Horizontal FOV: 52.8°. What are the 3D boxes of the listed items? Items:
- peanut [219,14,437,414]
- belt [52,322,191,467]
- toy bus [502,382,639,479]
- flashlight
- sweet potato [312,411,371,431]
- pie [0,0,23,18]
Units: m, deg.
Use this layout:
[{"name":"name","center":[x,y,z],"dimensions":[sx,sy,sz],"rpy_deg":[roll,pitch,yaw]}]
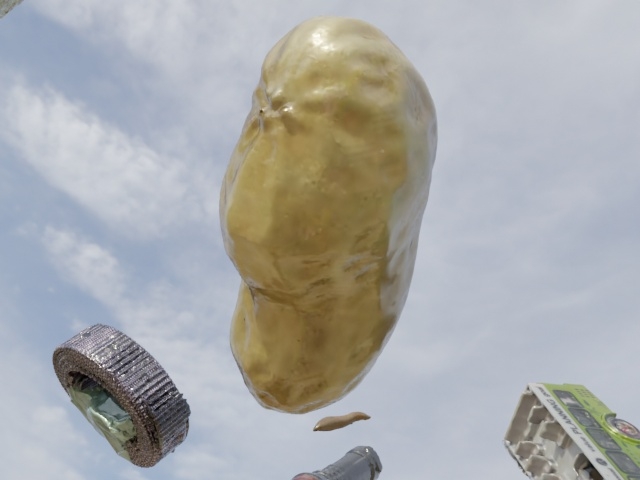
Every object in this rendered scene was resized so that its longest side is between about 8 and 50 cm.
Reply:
[{"name":"peanut","center":[0.000,0.000,0.583],"dimensions":[0.169,0.192,0.387],"rpy_deg":[24,-57,31]},{"name":"belt","center":[-0.401,0.306,1.282],"dimensions":[0.324,0.122,0.260],"rpy_deg":[27,-48,24]},{"name":"toy bus","center":[0.299,0.269,0.679],"dimensions":[0.139,0.302,0.113],"rpy_deg":[11,-72,-14]},{"name":"flashlight","center":[0.027,0.413,1.099],"dimensions":[0.092,0.232,0.093],"rpy_deg":[0,-90,29]},{"name":"sweet potato","center":[0.033,0.305,1.088],"dimensions":[0.115,0.026,0.026],"rpy_deg":[-5,-35,-33]},{"name":"pie","center":[-0.387,-0.301,0.716],"dimensions":[0.090,0.248,0.201],"rpy_deg":[42,-51,-14]}]
